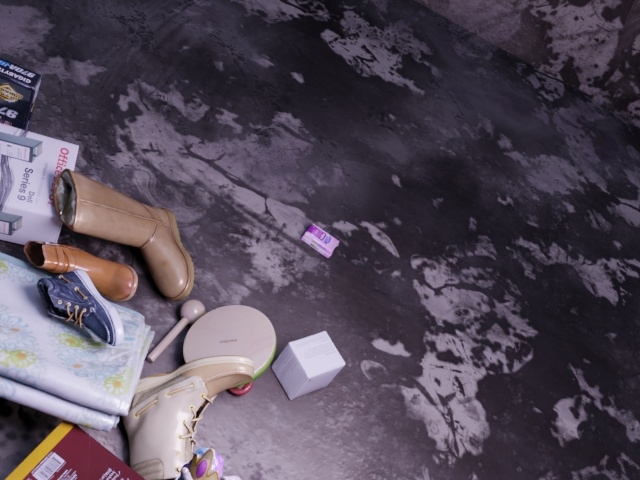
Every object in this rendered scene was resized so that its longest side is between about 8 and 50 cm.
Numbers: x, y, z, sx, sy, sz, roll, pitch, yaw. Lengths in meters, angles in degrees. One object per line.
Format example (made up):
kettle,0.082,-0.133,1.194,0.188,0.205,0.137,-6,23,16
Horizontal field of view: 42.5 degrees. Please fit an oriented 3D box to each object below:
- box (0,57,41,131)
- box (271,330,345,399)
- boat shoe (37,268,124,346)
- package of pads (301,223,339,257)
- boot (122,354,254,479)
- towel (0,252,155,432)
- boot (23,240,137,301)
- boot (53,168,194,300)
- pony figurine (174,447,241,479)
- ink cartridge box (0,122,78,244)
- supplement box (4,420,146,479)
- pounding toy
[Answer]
box,-0.709,-0.313,1.718,0.220,0.175,0.051,23,44,-13
box,-0.025,0.257,1.694,0.101,0.102,0.087,-13,59,-38
boat shoe,-0.413,0.123,1.412,0.083,0.065,0.183,-14,45,-41
package of pads,0.000,0.000,1.976,0.083,0.032,0.050,35,41,0
boot,-0.227,0.323,1.451,0.262,0.095,0.203,-17,58,6
towel,-0.482,0.163,1.423,0.375,0.090,0.320,23,18,-12
boot,-0.446,0.055,1.529,0.197,0.073,0.152,16,-5,38
boot,-0.389,-0.003,1.631,0.269,0.089,0.236,23,34,-52
pony figurine,-0.183,0.493,1.237,0.303,0.363,0.351,28,-6,35
ink cartridge box,-0.645,-0.122,1.633,0.289,0.121,0.211,15,48,-21
supplement box,-0.401,0.429,1.305,0.194,0.129,0.191,38,44,3
pounding toy,-0.195,0.226,1.640,0.237,0.110,0.183,14,52,20
